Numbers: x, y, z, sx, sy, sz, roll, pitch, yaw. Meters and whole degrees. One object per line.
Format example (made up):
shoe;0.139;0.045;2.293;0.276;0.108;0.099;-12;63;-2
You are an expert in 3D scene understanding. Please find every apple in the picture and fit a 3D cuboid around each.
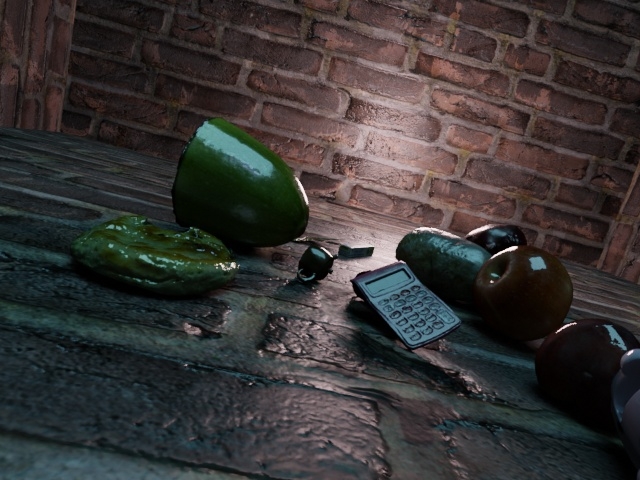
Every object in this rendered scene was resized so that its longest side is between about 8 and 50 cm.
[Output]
apple;0.430;0.114;0.857;0.162;0.201;0.201;39;9;-7

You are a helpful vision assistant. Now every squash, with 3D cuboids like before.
squash;-0.166;-0.127;1.039;0.309;0.310;0.310;18;11;6

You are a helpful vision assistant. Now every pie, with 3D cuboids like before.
pie;-0.289;0.020;0.731;0.303;0.066;0.302;15;10;-3

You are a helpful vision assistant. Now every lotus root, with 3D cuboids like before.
lotus root;0.343;0.064;1.070;0.175;0.174;0.350;4;16;-45

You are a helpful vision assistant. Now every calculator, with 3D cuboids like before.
calculator;0.152;0.115;0.742;0.127;0.034;0.190;-17;44;-25

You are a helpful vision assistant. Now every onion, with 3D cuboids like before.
onion;0.649;0.047;1.498;0.252;0.219;0.252;-15;-21;-6

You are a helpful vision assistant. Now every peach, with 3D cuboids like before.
peach;0.407;0.187;0.600;0.152;0.152;0.152;14;11;-3

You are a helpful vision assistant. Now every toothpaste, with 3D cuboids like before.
toothpaste;0.118;0.028;1.300;0.046;0.034;0.164;22;13;32

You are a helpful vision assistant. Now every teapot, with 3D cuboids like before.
teapot;-0.006;0.059;0.900;0.068;0.076;0.121;29;43;21

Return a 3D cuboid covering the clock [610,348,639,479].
clock;0.390;0.225;0.382;0.189;0.188;0.254;20;25;24

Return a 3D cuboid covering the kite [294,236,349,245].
kite;0.000;0.000;1.254;0.198;0.006;0.244;-1;7;-25

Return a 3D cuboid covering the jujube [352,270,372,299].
jujube;0.127;0.103;0.841;0.129;0.077;0.077;18;11;35
